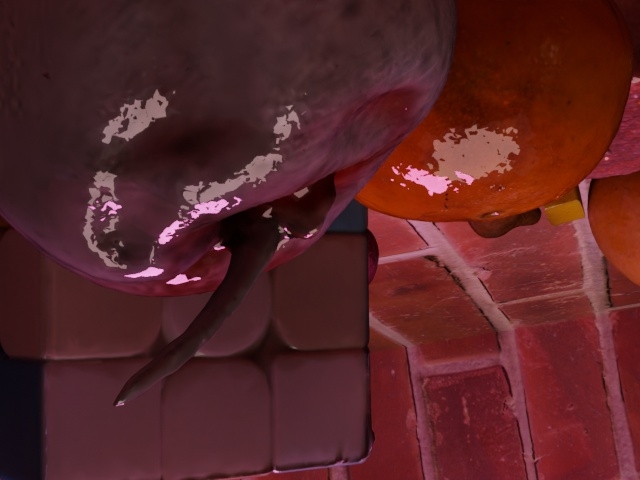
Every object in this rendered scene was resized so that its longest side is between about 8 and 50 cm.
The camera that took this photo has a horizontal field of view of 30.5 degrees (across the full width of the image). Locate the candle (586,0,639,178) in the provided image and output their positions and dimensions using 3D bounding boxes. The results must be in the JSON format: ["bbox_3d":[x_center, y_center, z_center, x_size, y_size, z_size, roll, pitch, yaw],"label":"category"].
[{"bbox_3d":[0.257,-0.140,1.214,0.287,0.131,0.317,-5,165,0],"label":"candle"}]

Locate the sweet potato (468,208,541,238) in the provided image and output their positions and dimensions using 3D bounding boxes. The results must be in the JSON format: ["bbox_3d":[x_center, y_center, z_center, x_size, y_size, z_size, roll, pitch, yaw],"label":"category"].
[{"bbox_3d":[0.263,-0.046,1.689,0.108,0.079,0.346,-22,167,9],"label":"sweet potato"}]

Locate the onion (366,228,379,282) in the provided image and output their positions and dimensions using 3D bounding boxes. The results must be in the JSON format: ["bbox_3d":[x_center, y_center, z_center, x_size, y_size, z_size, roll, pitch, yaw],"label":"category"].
[{"bbox_3d":[-0.004,0.010,1.611,0.177,0.177,0.153,-1,122,-25],"label":"onion"}]

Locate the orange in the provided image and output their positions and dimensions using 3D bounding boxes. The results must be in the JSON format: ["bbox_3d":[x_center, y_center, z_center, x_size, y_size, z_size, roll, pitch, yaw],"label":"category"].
[{"bbox_3d":[0.120,-0.129,0.990,0.284,0.226,0.284,-6,171,-1],"label":"orange"}]

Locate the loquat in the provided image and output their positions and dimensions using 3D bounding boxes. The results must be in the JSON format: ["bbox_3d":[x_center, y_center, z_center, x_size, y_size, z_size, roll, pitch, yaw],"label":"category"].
[{"bbox_3d":[0.460,-0.039,1.449,0.263,0.263,0.263,-7,166,-2],"label":"loquat"}]

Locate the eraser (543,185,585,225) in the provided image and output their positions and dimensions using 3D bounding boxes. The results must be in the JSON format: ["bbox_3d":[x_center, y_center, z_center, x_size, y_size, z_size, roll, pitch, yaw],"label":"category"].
[{"bbox_3d":[0.286,-0.089,1.432,0.045,0.122,0.097,-13,166,16],"label":"eraser"}]

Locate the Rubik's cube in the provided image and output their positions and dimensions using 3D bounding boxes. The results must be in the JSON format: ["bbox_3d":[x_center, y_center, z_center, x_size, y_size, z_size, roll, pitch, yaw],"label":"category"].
[{"bbox_3d":[-0.181,0.052,1.170,0.346,0.347,0.344,3,175,-35],"label":"Rubik's cube"}]

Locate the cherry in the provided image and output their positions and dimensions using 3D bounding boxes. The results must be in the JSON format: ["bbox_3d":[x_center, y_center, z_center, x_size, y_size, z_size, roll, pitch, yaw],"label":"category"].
[{"bbox_3d":[-0.084,-0.130,0.655,0.291,0.335,0.326,-30,-165,-24],"label":"cherry"}]
